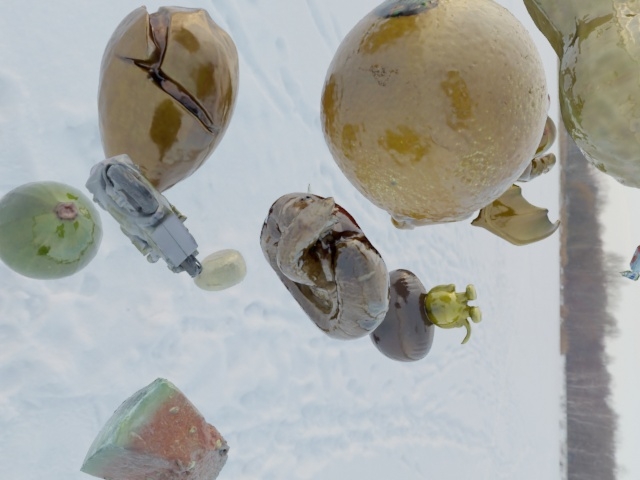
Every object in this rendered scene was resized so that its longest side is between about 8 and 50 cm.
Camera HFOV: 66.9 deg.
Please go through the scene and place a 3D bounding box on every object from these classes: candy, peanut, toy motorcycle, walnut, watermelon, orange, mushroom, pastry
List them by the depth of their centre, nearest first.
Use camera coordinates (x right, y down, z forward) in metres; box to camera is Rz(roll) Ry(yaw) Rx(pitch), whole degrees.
[{"bbox_3d":[0.175,-0.120,0.291,0.089,0.089,0.192,10,61,-63],"label":"peanut"},{"bbox_3d":[0.004,0.013,0.395,0.080,0.135,0.170,-46,164,-15],"label":"mushroom"},{"bbox_3d":[0.133,-0.160,0.587,0.274,0.274,0.274,3,87,-64],"label":"orange"},{"bbox_3d":[-0.226,-0.038,0.605,0.073,0.152,0.225,-46,156,-18],"label":"toy motorcycle"},{"bbox_3d":[0.430,0.023,0.646,0.083,0.030,0.020,94,19,-44],"label":"candy"},{"bbox_3d":[-0.244,-0.195,0.759,0.209,0.209,0.336,-44,164,-56],"label":"walnut"},{"bbox_3d":[-0.296,0.413,0.947,0.257,0.193,0.140,39,22,-14],"label":"watermelon"},{"bbox_3d":[-0.283,0.083,1.363,0.156,0.156,0.092,-38,113,-58],"label":"pastry"}]

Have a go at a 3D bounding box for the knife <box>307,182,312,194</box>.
[{"bbox_3d":[-0.002,0.001,1.217,0.047,0.017,0.297,-8,83,-63],"label":"knife"}]

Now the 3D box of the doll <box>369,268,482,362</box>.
[{"bbox_3d":[0.152,0.123,0.755,0.096,0.188,0.145,-10,108,-63],"label":"doll"}]

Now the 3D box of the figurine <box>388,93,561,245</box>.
[{"bbox_3d":[0.308,-0.187,1.052,0.268,0.387,0.401,-100,169,-62],"label":"figurine"}]

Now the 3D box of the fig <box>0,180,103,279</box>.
[{"bbox_3d":[-0.764,-0.037,1.380,0.316,0.316,0.316,3,87,-64],"label":"fig"}]
